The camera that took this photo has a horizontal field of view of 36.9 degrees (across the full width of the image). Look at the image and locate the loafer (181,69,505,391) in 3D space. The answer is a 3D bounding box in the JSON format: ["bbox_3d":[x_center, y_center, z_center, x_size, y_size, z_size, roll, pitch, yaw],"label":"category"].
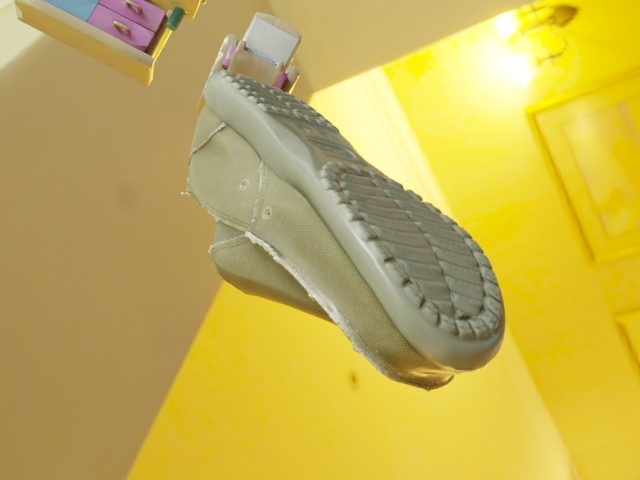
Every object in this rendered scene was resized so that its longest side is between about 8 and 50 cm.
[{"bbox_3d":[0.000,0.000,0.495,0.094,0.087,0.251,14,-157,-36],"label":"loafer"}]

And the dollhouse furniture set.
[{"bbox_3d":[-0.109,-0.270,0.795,0.286,0.303,0.198,27,-106,-6],"label":"dollhouse furniture set"}]
